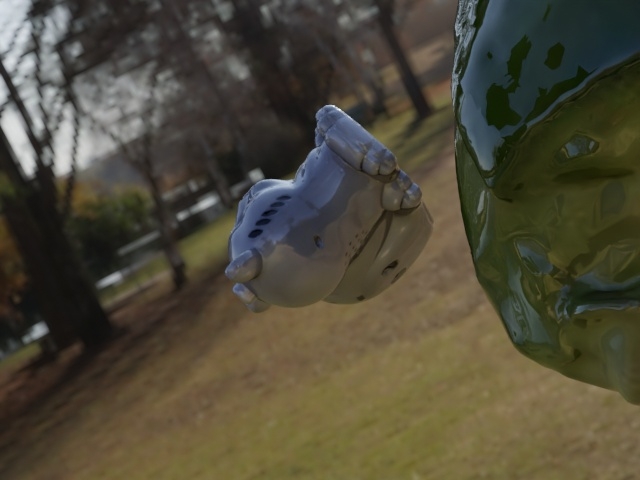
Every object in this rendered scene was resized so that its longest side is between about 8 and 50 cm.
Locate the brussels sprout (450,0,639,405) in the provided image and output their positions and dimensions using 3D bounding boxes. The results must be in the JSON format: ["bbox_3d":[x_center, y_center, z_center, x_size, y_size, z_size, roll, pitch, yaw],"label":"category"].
[{"bbox_3d":[0.236,-0.049,0.579,0.314,0.371,0.276,-56,-8,-43],"label":"brussels sprout"}]

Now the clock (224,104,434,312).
[{"bbox_3d":[0.000,0.000,0.949,0.117,0.080,0.176,-47,-16,-2],"label":"clock"}]
